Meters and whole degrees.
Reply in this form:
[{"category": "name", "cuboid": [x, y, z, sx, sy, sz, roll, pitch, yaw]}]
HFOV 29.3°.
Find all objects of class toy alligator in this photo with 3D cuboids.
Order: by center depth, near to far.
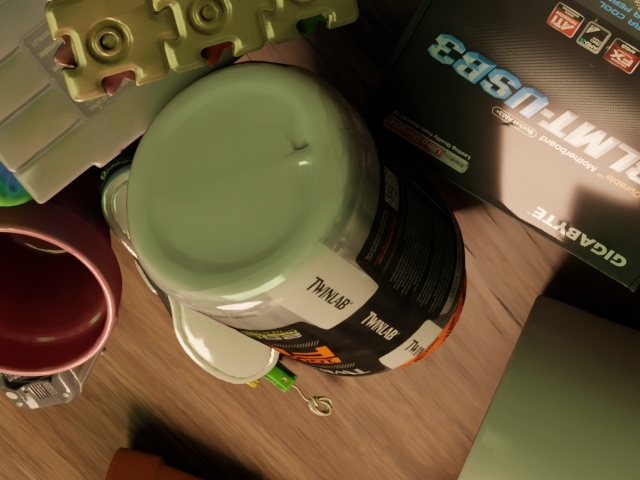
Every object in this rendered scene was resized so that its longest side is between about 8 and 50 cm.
[{"category": "toy alligator", "cuboid": [-0.067, 0.143, 1.432, 0.189, 0.056, 0.051, 37, 179, -9]}]

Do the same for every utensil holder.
[{"category": "utensil holder", "cuboid": [0.320, 0.260, 1.133, 0.385, 0.328, 0.328, 24, 137, 9]}]

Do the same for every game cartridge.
[{"category": "game cartridge", "cuboid": [-0.154, -0.219, 0.975, 0.355, 0.068, 0.230, -38, 117, -2]}]

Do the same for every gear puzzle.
[{"category": "gear puzzle", "cuboid": [-0.056, -0.234, 0.947, 0.338, 0.044, 0.176, -18, 113, -11]}]

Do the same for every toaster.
[{"category": "toaster", "cuboid": [-0.344, 0.078, 1.446, 0.129, 0.146, 0.227, -17, 121, 37]}]

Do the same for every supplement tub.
[{"category": "supplement tub", "cuboid": [0.000, 0.000, 1.061, 0.207, 0.207, 0.338, 3, 164, 26]}]

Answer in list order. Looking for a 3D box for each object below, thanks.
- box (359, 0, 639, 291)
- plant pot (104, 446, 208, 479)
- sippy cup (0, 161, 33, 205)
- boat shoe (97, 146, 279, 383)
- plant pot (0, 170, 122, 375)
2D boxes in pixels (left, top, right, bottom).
[{"category": "box", "cuboid": [0.215, -0.132, 0.999, 0.295, 0.073, 0.293, 32, 135, 0]}, {"category": "plant pot", "cuboid": [-0.190, 0.434, 1.622, 0.203, 0.291, 0.291, 9, 135, -1]}, {"category": "sippy cup", "cuboid": [-0.318, -0.187, 1.145, 0.224, 0.240, 0.305, 35, 122, 11]}, {"category": "boat shoe", "cuboid": [-0.138, 0.025, 1.332, 0.114, 0.091, 0.303, -26, 120, -1]}, {"category": "plant pot", "cuboid": [-0.302, 0.012, 1.293, 0.201, 0.180, 0.201, 1, 126, 1]}]
